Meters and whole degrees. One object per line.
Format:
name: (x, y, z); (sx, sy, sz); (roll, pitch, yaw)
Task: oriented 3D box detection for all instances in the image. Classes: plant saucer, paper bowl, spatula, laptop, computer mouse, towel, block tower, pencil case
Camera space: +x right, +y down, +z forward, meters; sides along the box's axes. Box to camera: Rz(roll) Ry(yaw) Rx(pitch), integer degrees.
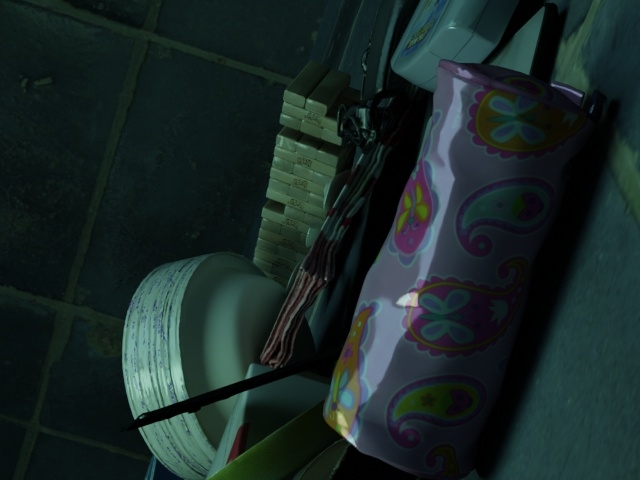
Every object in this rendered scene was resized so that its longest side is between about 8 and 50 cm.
plant saucer: (-0.006, 0.170, 1.223); (0.241, 0.037, 0.241); (-33, -7, -4)
paper bowl: (-0.108, 0.153, 1.741); (0.148, 0.284, 0.284); (-14, 45, 28)
spatula: (0.016, -0.020, 1.823); (0.242, 0.019, 0.168); (-24, -47, -74)
laptop: (0.000, 0.000, 1.235); (0.382, 0.236, 0.408); (140, 146, -76)
computer mouse: (0.085, -0.229, 1.550); (0.272, 0.072, 0.188); (-59, 9, 1)
towel: (0.029, -0.021, 1.646); (0.329, 0.037, 0.237); (-62, -2, -34)
block tower: (-0.018, -0.065, 1.864); (0.097, 0.091, 0.335); (-54, -19, -49)
pencil case: (0.096, 0.018, 0.955); (0.124, 0.124, 0.284); (-115, 43, -80)

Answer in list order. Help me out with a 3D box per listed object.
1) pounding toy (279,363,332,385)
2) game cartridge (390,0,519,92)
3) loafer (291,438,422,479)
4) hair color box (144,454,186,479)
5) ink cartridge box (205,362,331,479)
pounding toy: (-0.038, 0.213, 1.575); (0.141, 0.100, 0.130); (-92, 20, -70)
game cartridge: (0.142, -0.239, 1.328); (0.198, 0.062, 0.297); (-60, 7, -3)
loafer: (0.001, 0.275, 0.980); (0.130, 0.134, 0.366); (114, 170, -45)
hair color box: (-0.187, 0.447, 1.877); (0.105, 0.174, 0.347); (-86, 15, -57)
ink cartridge box: (-0.068, 0.318, 1.445); (0.226, 0.131, 0.306); (-85, 15, -57)
